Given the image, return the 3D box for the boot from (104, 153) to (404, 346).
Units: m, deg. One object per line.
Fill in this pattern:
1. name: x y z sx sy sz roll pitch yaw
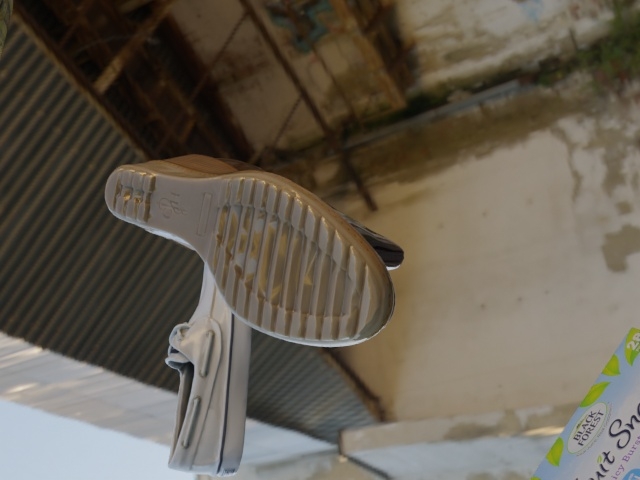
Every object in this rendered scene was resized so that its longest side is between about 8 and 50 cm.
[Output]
1. boot: 0.000 0.000 0.732 0.207 0.248 0.090 6 -75 -50

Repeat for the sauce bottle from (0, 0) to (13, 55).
1. sauce bottle: -0.373 -0.218 1.091 0.111 0.111 0.344 32 -123 -49

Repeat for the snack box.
1. snack box: 0.268 0.183 0.858 0.070 0.174 0.207 43 -102 -24

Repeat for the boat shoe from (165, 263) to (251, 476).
1. boat shoe: -0.125 0.123 1.176 0.084 0.095 0.258 6 -112 -18
